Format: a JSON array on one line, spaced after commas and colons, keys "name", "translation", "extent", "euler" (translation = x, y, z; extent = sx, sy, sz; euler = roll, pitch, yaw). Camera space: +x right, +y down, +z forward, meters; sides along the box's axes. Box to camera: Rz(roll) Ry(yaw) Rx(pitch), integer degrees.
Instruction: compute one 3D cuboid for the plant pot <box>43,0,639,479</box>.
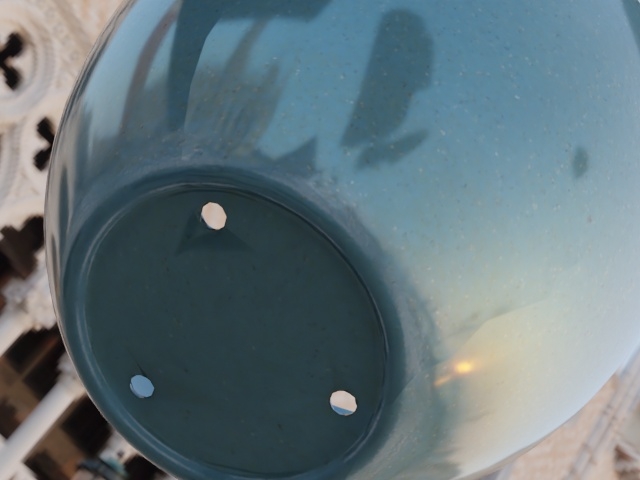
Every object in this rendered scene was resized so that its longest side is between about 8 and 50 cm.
[{"name": "plant pot", "translation": [0.000, 0.000, 0.500], "extent": [0.290, 0.195, 0.290], "euler": [8, -66, 18]}]
